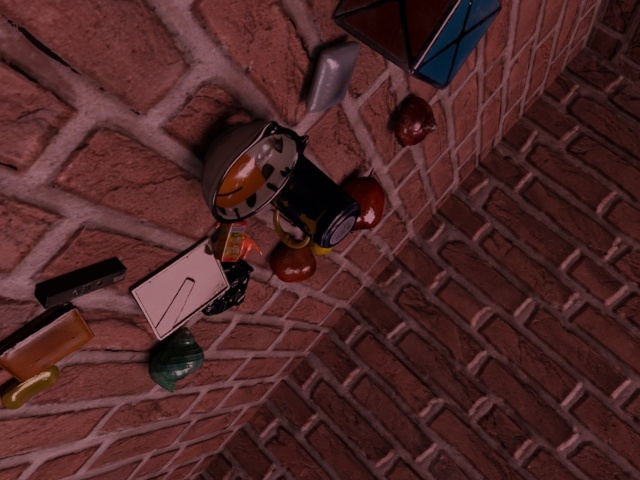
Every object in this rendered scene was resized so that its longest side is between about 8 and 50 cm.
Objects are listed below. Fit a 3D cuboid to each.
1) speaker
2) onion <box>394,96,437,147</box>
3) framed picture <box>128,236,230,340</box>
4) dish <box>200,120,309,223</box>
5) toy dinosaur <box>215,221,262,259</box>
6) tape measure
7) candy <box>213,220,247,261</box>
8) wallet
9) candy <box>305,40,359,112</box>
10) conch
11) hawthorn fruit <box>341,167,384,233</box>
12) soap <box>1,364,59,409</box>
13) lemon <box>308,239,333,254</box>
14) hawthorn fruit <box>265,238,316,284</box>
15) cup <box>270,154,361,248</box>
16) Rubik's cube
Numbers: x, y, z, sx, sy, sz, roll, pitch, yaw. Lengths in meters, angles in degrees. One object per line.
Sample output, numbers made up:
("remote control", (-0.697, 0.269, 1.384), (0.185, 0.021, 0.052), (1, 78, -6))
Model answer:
("speaker", (-0.521, 0.092, 1.228), (0.191, 0.046, 0.040), (-24, 151, -49))
("onion", (0.340, -0.410, 1.973), (0.184, 0.147, 0.184), (-38, 145, -33))
("framed picture", (-0.374, 0.132, 1.536), (0.260, 0.023, 0.189), (-38, 130, -27))
("dish", (-0.179, -0.182, 1.315), (0.303, 0.120, 0.303), (-41, 160, -18))
("toy dinosaur", (-0.245, 0.005, 1.661), (0.101, 0.055, 0.279), (-58, 159, 2))
("tape measure", (-0.308, 0.157, 1.736), (0.186, 0.112, 0.199), (-29, 152, -40))
("candy", (-0.251, -0.001, 1.563), (0.062, 0.038, 0.122), (1, 111, -53))
("wallet", (-0.631, 0.231, 1.281), (0.195, 0.042, 0.161), (-37, 154, -24))
("candy", (0.031, -0.407, 1.404), (0.138, 0.071, 0.174), (-33, 156, -37))
("conch", (-0.468, 0.385, 1.815), (0.202, 0.134, 0.196), (-51, -157, -9))
("hawthorn fruit", (0.144, -0.149, 2.049), (0.189, 0.189, 0.251), (9, 103, -68))
("soap", (-0.700, 0.350, 1.351), (0.140, 0.045, 0.089), (-37, 162, -32))
("lemon", (0.000, 0.000, 2.100), (0.109, 0.109, 0.133), (-46, 153, -5))
("hawthorn fruit", (-0.119, 0.088, 1.993), (0.203, 0.163, 0.163), (-27, 159, -5))
("cup", (-0.027, -0.092, 1.624), (0.178, 0.256, 0.255), (-40, 161, -22))
("Rubik's cube", (0.234, -0.536, 1.307), (0.259, 0.255, 0.260), (-56, 160, 23))
